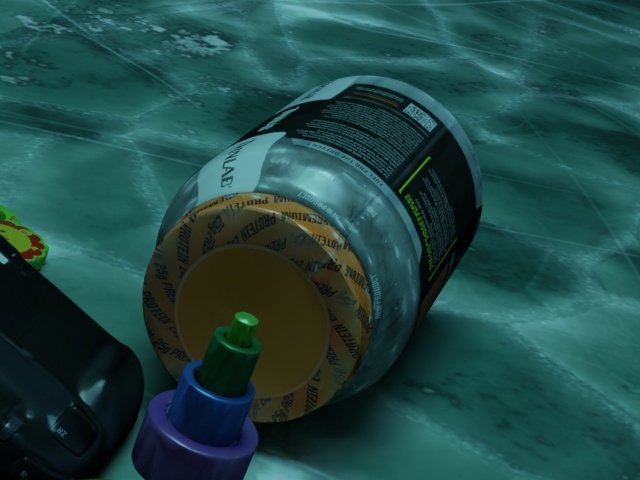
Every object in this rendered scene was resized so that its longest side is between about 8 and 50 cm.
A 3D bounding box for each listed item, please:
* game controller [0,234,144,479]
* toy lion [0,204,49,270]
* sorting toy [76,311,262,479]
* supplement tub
[{"bbox_3d":[-0.246,0.026,0.874,0.319,0.067,0.166,42,16,-3],"label":"game controller"},{"bbox_3d":[-0.263,-0.005,1.126,0.096,0.034,0.100,16,21,-12],"label":"toy lion"},{"bbox_3d":[-0.083,0.125,0.642,0.127,0.126,0.365,23,22,3],"label":"sorting toy"},{"bbox_3d":[0.000,0.000,1.049,0.193,0.193,0.316,18,22,11],"label":"supplement tub"}]
